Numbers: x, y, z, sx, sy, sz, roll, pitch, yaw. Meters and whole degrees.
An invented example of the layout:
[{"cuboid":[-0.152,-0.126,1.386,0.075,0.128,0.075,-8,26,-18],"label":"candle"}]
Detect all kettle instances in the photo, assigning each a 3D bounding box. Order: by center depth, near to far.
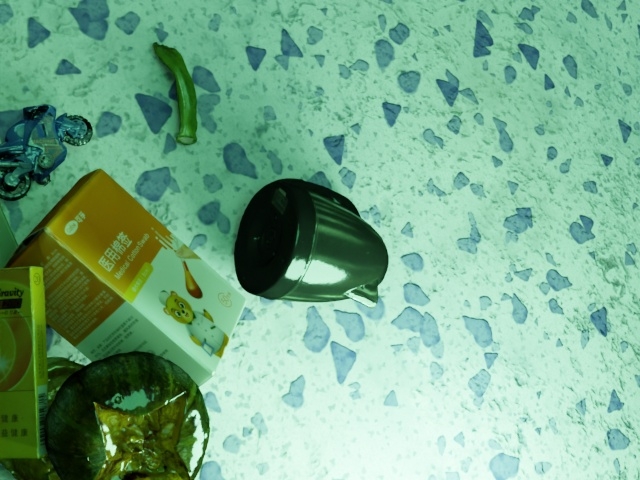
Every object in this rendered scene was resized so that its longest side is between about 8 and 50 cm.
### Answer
[{"cuboid":[-0.002,0.017,1.690,0.271,0.251,0.207,15,100,-33],"label":"kettle"}]

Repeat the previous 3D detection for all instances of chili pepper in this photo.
[{"cuboid":[-0.256,-0.273,1.684,0.052,0.050,0.201,7,67,-67],"label":"chili pepper"}]

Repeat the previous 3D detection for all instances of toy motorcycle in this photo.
[{"cuboid":[-0.474,-0.155,1.513,0.114,0.076,0.205,44,62,-3],"label":"toy motorcycle"}]

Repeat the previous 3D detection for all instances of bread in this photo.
[{"cuboid":[-0.381,0.296,1.414,0.236,0.120,0.198,36,67,-15],"label":"bread"}]

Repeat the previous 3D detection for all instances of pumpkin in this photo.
[{"cuboid":[-0.272,0.270,1.313,0.238,0.159,0.238,-9,107,-29],"label":"pumpkin"}]

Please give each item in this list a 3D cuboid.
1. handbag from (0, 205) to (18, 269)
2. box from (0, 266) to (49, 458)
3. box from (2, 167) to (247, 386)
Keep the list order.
[{"cuboid":[-0.573,0.025,1.393,0.219,0.079,0.256,-23,90,-38],"label":"handbag"},{"cuboid":[-0.464,0.175,1.318,0.152,0.043,0.269,-3,87,15],"label":"box"},{"cuboid":[-0.303,0.077,1.452,0.341,0.143,0.225,44,26,-14],"label":"box"}]
